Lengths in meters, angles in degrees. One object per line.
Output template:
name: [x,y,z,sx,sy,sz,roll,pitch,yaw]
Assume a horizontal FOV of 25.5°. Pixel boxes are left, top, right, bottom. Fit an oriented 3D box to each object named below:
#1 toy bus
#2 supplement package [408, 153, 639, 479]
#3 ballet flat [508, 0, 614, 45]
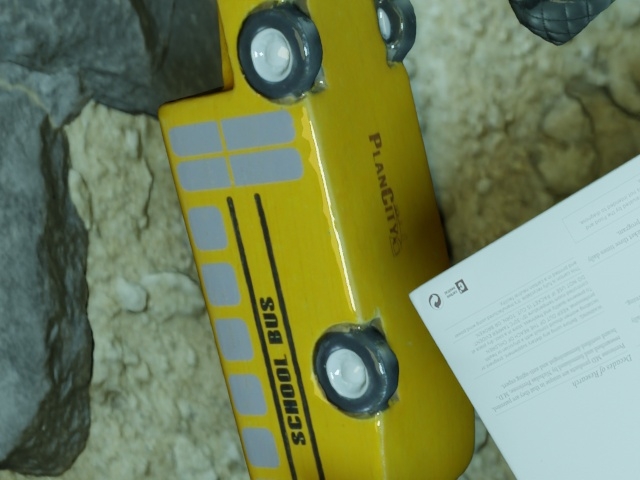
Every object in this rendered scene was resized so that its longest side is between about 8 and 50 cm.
toy bus: [0.000,0.000,0.820,0.130,0.108,0.333,-6,102,39]
supplement package: [0.193,0.051,0.668,0.194,0.149,0.203,-34,84,39]
ballet flat: [0.168,-0.150,0.695,0.173,0.057,0.049,-23,132,40]
